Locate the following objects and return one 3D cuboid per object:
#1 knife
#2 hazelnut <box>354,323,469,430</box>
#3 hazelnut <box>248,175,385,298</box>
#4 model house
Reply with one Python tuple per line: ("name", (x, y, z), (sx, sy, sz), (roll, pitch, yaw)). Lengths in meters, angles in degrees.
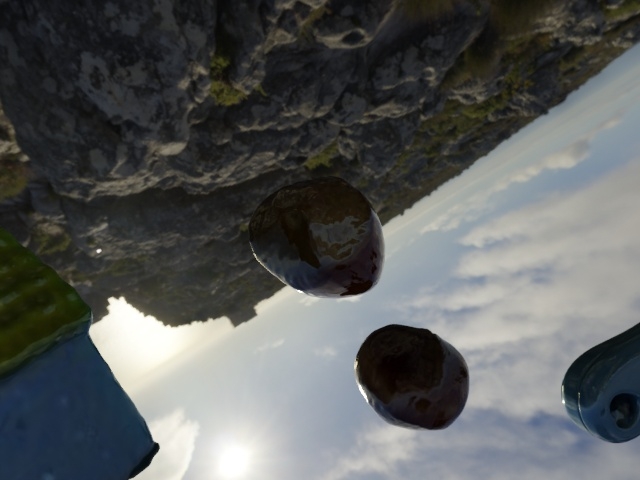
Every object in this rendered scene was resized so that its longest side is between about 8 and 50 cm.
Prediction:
("knife", (0.248, 0.043, 0.283), (0.244, 0.058, 0.032), (-30, -176, -13))
("hazelnut", (0.155, 0.237, 0.803), (0.178, 0.178, 0.204), (-29, -144, -33))
("hazelnut", (0.004, -0.009, 0.701), (0.210, 0.210, 0.186), (-28, 132, -44))
("model house", (-0.316, 0.138, 0.348), (0.216, 0.303, 0.237), (-11, -164, 24))
